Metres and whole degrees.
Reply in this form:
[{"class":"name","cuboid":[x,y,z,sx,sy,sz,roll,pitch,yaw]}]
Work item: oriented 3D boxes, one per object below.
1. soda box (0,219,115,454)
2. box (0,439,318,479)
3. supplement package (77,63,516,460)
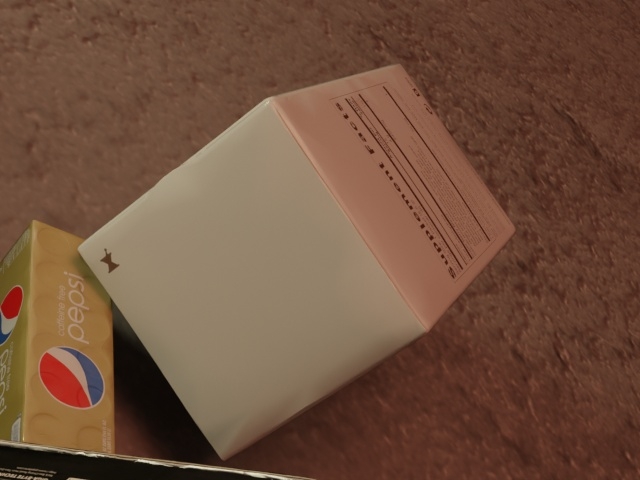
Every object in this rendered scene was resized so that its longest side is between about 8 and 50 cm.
[{"class":"soda box","cuboid":[-0.170,0.076,0.747,0.061,0.058,0.181,23,38,-31]},{"class":"box","cuboid":[-0.185,0.163,0.416,0.257,0.322,0.079,-46,133,-58]},{"class":"supplement package","cuboid":[0.000,0.000,0.863,0.175,0.177,0.293,56,24,1]}]
